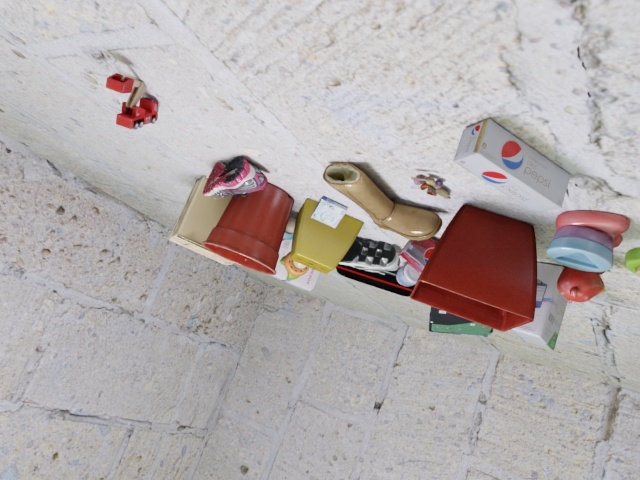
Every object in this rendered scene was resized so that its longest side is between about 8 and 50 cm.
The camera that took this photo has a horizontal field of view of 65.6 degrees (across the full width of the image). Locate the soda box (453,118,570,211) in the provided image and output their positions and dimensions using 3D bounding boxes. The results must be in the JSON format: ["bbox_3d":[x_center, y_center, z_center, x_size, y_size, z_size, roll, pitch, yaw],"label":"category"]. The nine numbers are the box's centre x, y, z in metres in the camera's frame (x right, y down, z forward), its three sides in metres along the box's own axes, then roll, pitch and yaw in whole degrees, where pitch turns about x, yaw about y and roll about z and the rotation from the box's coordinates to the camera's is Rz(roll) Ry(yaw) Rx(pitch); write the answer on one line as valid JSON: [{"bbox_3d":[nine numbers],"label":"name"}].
[{"bbox_3d":[0.354,-0.133,0.915,0.216,0.074,0.069,26,166,-20],"label":"soda box"}]

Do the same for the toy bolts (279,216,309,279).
[{"bbox_3d":[-0.074,0.006,1.914,0.229,0.218,0.158,61,153,3],"label":"toy bolts"}]

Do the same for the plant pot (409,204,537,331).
[{"bbox_3d":[0.400,0.064,1.266,0.267,0.236,0.267,19,167,10],"label":"plant pot"}]

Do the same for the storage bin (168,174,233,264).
[{"bbox_3d":[-0.401,-0.073,1.917,0.260,0.263,0.123,27,163,-22],"label":"storage bin"}]

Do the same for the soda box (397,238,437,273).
[{"bbox_3d":[0.379,0.089,1.566,0.263,0.092,0.083,40,167,1],"label":"soda box"}]

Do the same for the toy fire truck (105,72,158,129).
[{"bbox_3d":[-0.473,-0.357,1.266,0.047,0.135,0.192,20,-154,5],"label":"toy fire truck"}]

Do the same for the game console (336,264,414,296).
[{"bbox_3d":[0.244,0.146,2.224,0.386,0.060,0.342,17,164,12],"label":"game console"}]

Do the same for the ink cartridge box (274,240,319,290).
[{"bbox_3d":[-0.142,0.083,2.239,0.282,0.207,0.117,26,167,-18],"label":"ink cartridge box"}]

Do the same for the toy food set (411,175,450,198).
[{"bbox_3d":[0.262,-0.132,1.187,0.077,0.019,0.122,14,172,31],"label":"toy food set"}]

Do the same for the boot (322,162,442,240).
[{"bbox_3d":[0.164,-0.101,1.311,0.236,0.089,0.269,9,160,42],"label":"boot"}]

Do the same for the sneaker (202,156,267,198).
[{"bbox_3d":[-0.289,-0.184,1.615,0.112,0.121,0.299,28,165,-34],"label":"sneaker"}]

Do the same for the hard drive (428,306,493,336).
[{"bbox_3d":[0.516,0.248,1.790,0.236,0.064,0.339,4,147,12],"label":"hard drive"}]

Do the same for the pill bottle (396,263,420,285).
[{"bbox_3d":[0.349,0.133,1.940,0.087,0.087,0.160,22,166,-2],"label":"pill bottle"}]

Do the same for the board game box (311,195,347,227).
[{"bbox_3d":[0.028,-0.091,1.610,0.090,0.020,0.090,25,133,-10],"label":"board game box"}]

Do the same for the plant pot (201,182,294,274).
[{"bbox_3d":[-0.231,-0.055,1.716,0.272,0.265,0.272,20,167,5],"label":"plant pot"}]

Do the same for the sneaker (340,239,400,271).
[{"bbox_3d":[0.147,0.062,1.895,0.330,0.123,0.146,14,163,29],"label":"sneaker"}]

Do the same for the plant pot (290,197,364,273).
[{"bbox_3d":[0.000,0.000,1.742,0.212,0.187,0.212,23,167,-6],"label":"plant pot"}]

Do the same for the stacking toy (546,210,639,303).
[{"bbox_3d":[0.654,0.064,1.104,0.279,0.131,0.309,12,164,35],"label":"stacking toy"}]

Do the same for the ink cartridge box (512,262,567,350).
[{"bbox_3d":[0.641,0.188,1.434,0.093,0.213,0.154,13,166,43],"label":"ink cartridge box"}]
